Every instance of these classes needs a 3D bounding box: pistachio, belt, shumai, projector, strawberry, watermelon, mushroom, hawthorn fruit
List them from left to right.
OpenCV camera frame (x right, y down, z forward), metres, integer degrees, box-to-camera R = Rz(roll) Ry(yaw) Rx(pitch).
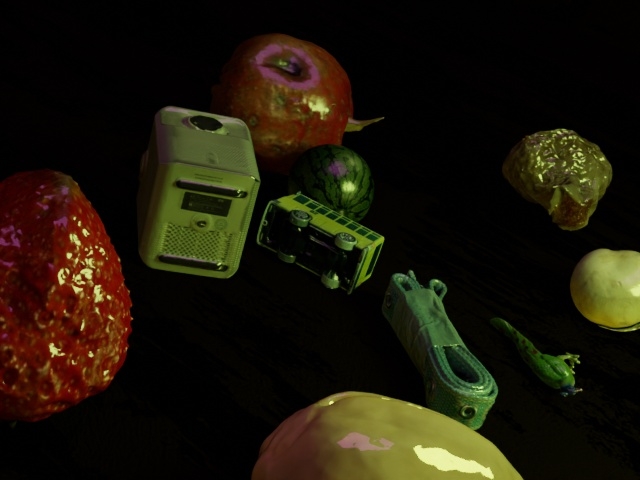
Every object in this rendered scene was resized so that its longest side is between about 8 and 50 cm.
[{"bbox_3d":[-0.321,0.055,1.292,0.257,0.277,0.257,16,26,-8],"label":"strawberry"},{"bbox_3d":[-0.186,-0.080,1.733,0.163,0.177,0.242,11,26,-14],"label":"projector"},{"bbox_3d":[-0.068,-0.228,2.025,0.262,0.258,0.258,42,18,-22],"label":"hawthorn fruit"},{"bbox_3d":[0.023,-0.074,1.881,0.140,0.141,0.187,4,35,-22],"label":"watermelon"},{"bbox_3d":[0.072,0.262,1.240,0.299,0.188,0.187,15,26,-16],"label":"pistachio"},{"bbox_3d":[0.161,0.145,1.610,0.087,0.072,0.302,3,31,-17],"label":"belt"},{"bbox_3d":[0.445,-0.098,2.180,0.205,0.166,0.176,13,49,-3],"label":"shumai"},{"bbox_3d":[0.481,0.079,1.874,0.154,0.122,0.154,-13,45,14],"label":"mushroom"}]

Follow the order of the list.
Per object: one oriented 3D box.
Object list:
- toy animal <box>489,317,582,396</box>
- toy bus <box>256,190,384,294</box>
[{"bbox_3d":[0.327,0.169,1.693,0.075,0.041,0.217,2,25,-23],"label":"toy animal"},{"bbox_3d":[0.000,0.000,1.783,0.175,0.088,0.101,28,27,18],"label":"toy bus"}]
